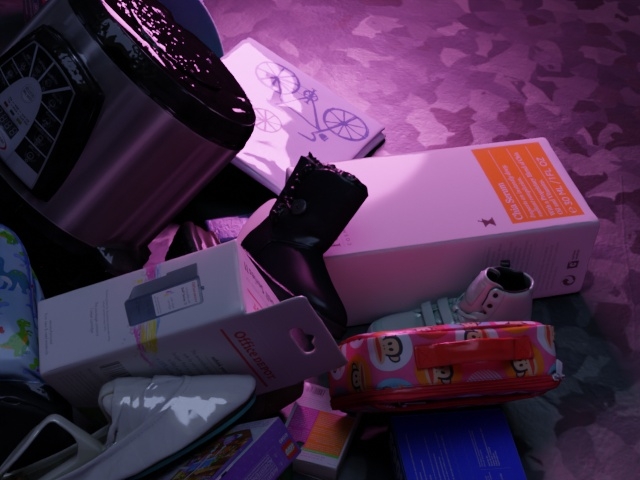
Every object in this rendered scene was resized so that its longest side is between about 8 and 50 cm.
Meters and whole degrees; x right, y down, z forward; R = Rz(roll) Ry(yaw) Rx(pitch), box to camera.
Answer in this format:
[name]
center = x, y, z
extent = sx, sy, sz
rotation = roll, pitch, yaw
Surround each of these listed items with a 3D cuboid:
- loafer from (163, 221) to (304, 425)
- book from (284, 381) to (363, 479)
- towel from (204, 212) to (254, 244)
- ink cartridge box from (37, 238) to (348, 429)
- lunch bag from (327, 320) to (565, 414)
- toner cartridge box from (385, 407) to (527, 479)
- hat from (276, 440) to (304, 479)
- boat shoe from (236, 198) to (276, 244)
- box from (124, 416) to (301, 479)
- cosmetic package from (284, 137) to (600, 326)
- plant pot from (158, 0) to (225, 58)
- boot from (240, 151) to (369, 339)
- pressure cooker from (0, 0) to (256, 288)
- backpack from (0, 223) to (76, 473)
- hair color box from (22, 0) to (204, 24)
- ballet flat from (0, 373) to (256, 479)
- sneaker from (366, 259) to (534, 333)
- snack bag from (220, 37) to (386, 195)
[loafer]
center = -0.133, 0.123, 1.800
extent = 0.130, 0.133, 0.366
rotation = 3, 46, -35
[book]
center = -0.002, 0.266, 1.708
extent = 0.096, 0.035, 0.144
rotation = 15, 42, 12
[towel]
center = -0.128, -0.013, 2.003
extent = 0.120, 0.029, 0.067
rotation = -8, 46, -16
[ink cartridge box]
center = -0.162, 0.123, 1.579
extent = 0.354, 0.207, 0.119
rotation = -17, 54, 10
[lunch bag]
center = 0.173, 0.168, 1.649
extent = 0.293, 0.258, 0.120
rotation = -2, 79, -22
[toner cartridge box]
center = 0.198, 0.378, 1.574
extent = 0.165, 0.075, 0.347
rotation = -3, 43, -8
[hat]
center = -0.066, 0.387, 1.552
extent = 0.209, 0.173, 0.183
rotation = -30, 85, -9
[boat shoe]
center = -0.096, 0.015, 1.940
extent = 0.066, 0.063, 0.184
rotation = -23, 34, 39
[box]
center = -0.182, 0.314, 1.479
extent = 0.201, 0.293, 0.057
rotation = -42, 104, -39
[cosmetic package]
center = 0.185, -0.018, 1.945
extent = 0.453, 0.161, 0.230
rotation = -8, 44, -14
[plant pot]
center = -0.333, -0.310, 2.160
extent = 0.195, 0.290, 0.290
rotation = -9, 32, 35
[boot]
center = 0.000, 0.000, 1.720
extent = 0.207, 0.094, 0.246
rotation = -53, 48, 0
[pressure cooker]
center = -0.351, -0.149, 1.836
extent = 0.375, 0.420, 0.370
rotation = 40, 16, -22
[backpack]
center = -0.486, 0.144, 1.658
extent = 0.290, 0.273, 0.355
rotation = -8, 31, -5
[hair color box]
center = -0.405, -0.475, 2.374
extent = 0.347, 0.173, 0.105
rotation = 12, 43, 7
[ballet flat]
center = -0.271, 0.252, 1.499
extent = 0.400, 0.139, 0.139
rotation = -34, 49, 1
[sneaker]
center = 0.198, 0.097, 1.825
extent = 0.256, 0.151, 0.094
rotation = -5, 42, -11
[snack bag]
center = -0.080, -0.205, 2.136
extent = 0.323, 0.037, 0.342
rotation = 35, 41, 6
